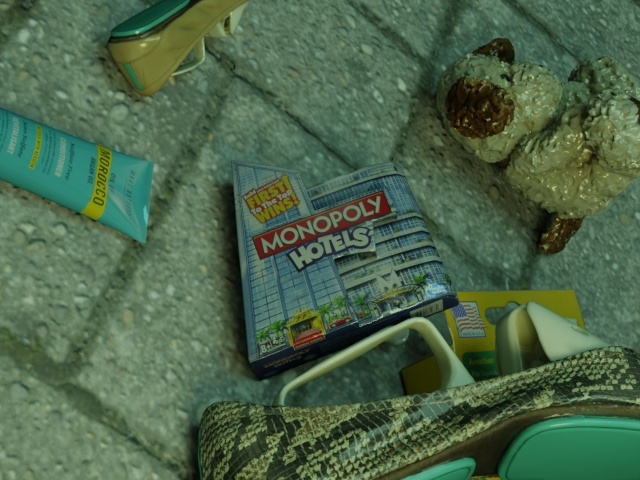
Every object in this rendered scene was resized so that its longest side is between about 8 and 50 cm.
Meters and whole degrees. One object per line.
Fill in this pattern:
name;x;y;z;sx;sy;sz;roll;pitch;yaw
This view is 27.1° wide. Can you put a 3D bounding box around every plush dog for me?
plush dog;0.229;-0.124;1.458;0.225;0.210;0.262;33;20;-4

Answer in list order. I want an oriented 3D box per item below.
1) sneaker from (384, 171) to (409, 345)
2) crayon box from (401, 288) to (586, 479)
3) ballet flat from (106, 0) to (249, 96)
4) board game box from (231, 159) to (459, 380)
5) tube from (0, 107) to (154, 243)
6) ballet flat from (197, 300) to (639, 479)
sneaker;0.066;0.018;1.302;0.083;0.071;0.190;28;60;-33
crayon box;0.202;0.212;1.289;0.203;0.083;0.322;1;67;-39
ballet flat;-0.122;-0.213;1.275;0.232;0.080;0.073;-46;127;-41
board game box;0.000;0.000;1.199;0.194;0.060;0.194;-21;66;-2
tube;-0.229;-0.065;1.115;0.207;0.052;0.080;23;64;-36
ballet flat;0.127;0.143;1.135;0.483;0.164;0.182;-9;61;-16
